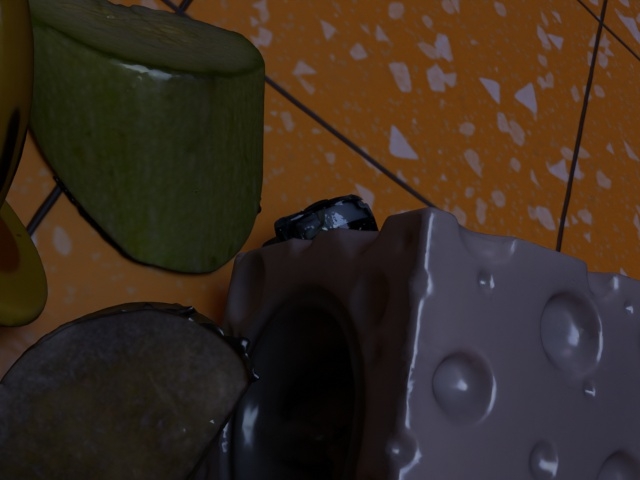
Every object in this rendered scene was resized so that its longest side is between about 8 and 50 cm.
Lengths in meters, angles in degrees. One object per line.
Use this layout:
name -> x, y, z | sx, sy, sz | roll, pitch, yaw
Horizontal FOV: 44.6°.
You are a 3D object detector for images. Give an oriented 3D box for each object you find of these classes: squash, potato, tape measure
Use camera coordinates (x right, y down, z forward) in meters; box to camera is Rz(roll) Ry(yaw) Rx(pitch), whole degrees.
squash -> -0.149, -0.093, 0.644 | 0.236, 0.155, 0.204 | 1, 34, -33
potato -> -0.148, 0.143, 0.493 | 0.138, 0.098, 0.243 | 32, 81, 2
tape measure -> 0.002, 0.000, 0.667 | 0.094, 0.091, 0.054 | -20, 76, -22

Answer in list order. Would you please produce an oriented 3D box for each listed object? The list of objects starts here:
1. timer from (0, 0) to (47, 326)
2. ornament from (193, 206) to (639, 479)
timer -> -0.293, -0.096, 0.368 | 0.376, 0.376, 0.387 | 57, 7, -2
ornament -> 0.073, 0.136, 0.532 | 0.239, 0.239, 0.239 | 16, 75, -29
